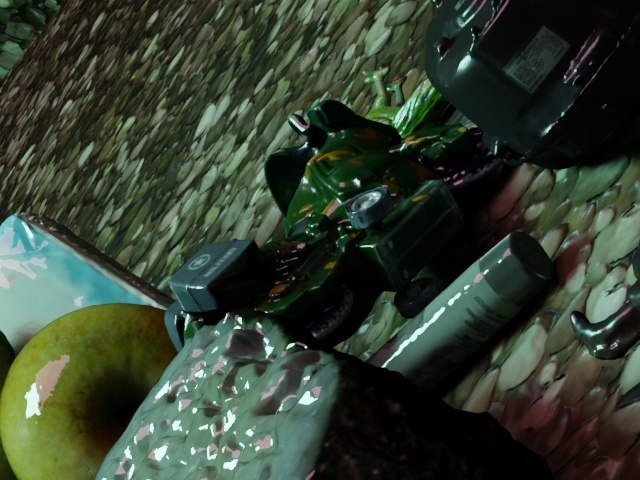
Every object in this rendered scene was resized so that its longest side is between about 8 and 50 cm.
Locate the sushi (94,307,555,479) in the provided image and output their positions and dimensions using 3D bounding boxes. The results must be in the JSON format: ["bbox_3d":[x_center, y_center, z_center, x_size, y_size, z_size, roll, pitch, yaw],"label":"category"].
[{"bbox_3d":[-0.008,0.156,0.983,0.211,0.171,0.350,-61,19,-14],"label":"sushi"}]

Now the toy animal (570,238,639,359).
[{"bbox_3d":[0.206,0.000,0.857,0.233,0.084,0.148,-49,8,29],"label":"toy animal"}]

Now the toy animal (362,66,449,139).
[{"bbox_3d":[0.069,-0.111,1.408,0.217,0.041,0.075,-45,43,30],"label":"toy animal"}]

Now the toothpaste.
[{"bbox_3d":[0.049,0.080,1.147,0.239,0.062,0.039,-44,49,29],"label":"toothpaste"}]

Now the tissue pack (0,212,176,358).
[{"bbox_3d":[-0.229,0.135,1.519,0.271,0.201,0.124,-58,-18,1],"label":"tissue pack"}]

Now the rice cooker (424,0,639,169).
[{"bbox_3d":[0.134,-0.122,1.143,0.142,0.118,0.203,-53,15,12],"label":"rice cooker"}]

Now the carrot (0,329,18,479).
[{"bbox_3d":[-0.236,0.225,1.389,0.074,0.074,0.359,-34,57,50],"label":"carrot"}]

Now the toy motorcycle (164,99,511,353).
[{"bbox_3d":[0.000,0.000,1.238,0.187,0.125,0.274,-1,34,46],"label":"toy motorcycle"}]

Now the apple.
[{"bbox_3d":[-0.143,0.130,1.365,0.182,0.182,0.155,-63,0,-16],"label":"apple"}]
